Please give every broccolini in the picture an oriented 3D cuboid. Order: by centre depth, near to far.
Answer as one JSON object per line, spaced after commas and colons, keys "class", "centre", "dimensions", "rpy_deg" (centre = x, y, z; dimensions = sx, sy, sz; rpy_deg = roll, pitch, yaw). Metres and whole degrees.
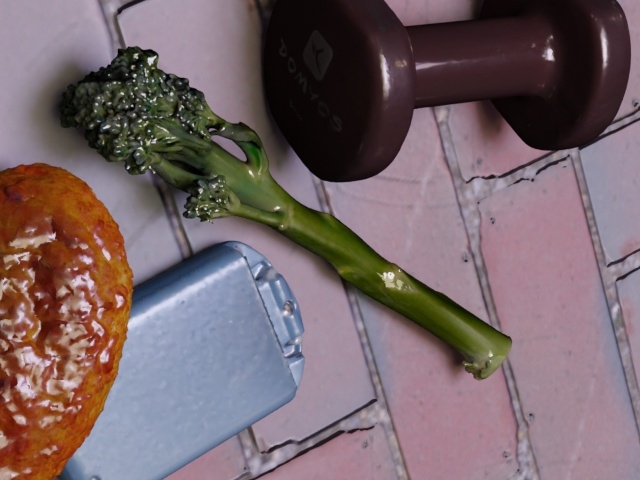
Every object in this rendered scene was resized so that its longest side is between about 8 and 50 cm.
{"class": "broccolini", "centre": [-0.004, 0.003, 1.064], "dimensions": [0.392, 0.079, 0.074], "rpy_deg": [33, 59, -30]}

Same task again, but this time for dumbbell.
{"class": "dumbbell", "centre": [0.084, -0.117, 1.077], "dimensions": [0.225, 0.140, 0.124], "rpy_deg": [-11, 140, -33]}

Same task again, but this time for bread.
{"class": "bread", "centre": [-0.197, 0.082, 0.929], "dimensions": [0.139, 0.095, 0.268], "rpy_deg": [24, 76, 10]}

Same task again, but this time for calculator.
{"class": "calculator", "centre": [-0.099, 0.085, 1.041], "dimensions": [0.210, 0.039, 0.121], "rpy_deg": [-30, 109, -27]}
